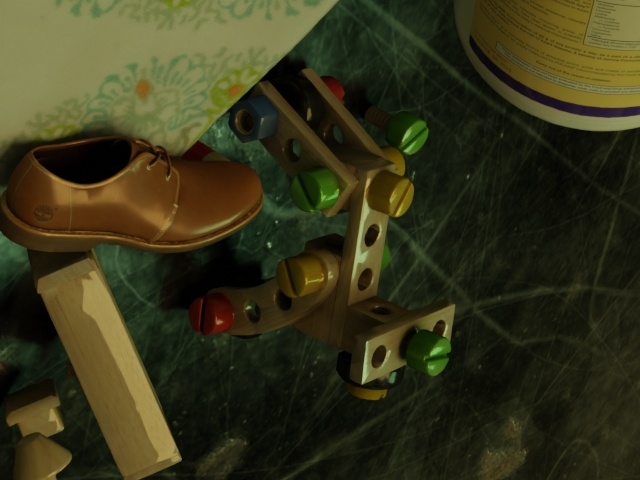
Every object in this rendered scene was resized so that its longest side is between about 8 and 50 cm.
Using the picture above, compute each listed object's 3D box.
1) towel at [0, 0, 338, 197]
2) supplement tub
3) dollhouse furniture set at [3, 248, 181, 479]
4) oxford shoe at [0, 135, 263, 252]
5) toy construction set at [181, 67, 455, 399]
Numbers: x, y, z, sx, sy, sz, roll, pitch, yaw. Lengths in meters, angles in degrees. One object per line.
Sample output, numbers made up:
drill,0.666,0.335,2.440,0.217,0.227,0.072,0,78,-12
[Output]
towel,-0.146,-0.165,1.263,0.374,0.090,0.320,-42,147,20
supplement tub,0.237,-0.269,1.475,0.241,0.241,0.331,-41,158,-24
dollhouse furniture set,-0.305,0.136,1.378,0.355,0.303,0.174,-22,107,-5
oxford shoe,-0.123,-0.039,1.328,0.212,0.076,0.076,-6,136,-37
toy construction set,0.000,0.000,1.541,0.309,0.237,0.257,23,98,-55
